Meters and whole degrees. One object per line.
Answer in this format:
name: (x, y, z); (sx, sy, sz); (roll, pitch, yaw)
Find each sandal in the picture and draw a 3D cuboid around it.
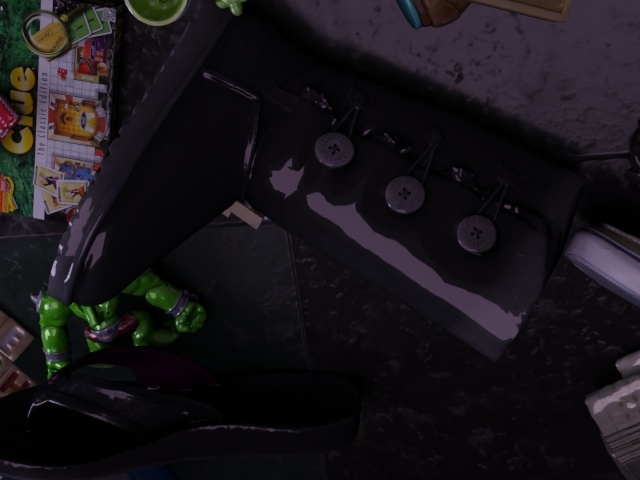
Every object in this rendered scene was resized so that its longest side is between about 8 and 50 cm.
sandal: (-0.177, 0.170, 1.495); (0.445, 0.167, 0.107); (-4, 114, -11)

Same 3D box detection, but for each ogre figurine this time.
ogre figurine: (-0.240, 0.084, 1.545); (0.197, 0.097, 0.118); (-10, 121, 27)

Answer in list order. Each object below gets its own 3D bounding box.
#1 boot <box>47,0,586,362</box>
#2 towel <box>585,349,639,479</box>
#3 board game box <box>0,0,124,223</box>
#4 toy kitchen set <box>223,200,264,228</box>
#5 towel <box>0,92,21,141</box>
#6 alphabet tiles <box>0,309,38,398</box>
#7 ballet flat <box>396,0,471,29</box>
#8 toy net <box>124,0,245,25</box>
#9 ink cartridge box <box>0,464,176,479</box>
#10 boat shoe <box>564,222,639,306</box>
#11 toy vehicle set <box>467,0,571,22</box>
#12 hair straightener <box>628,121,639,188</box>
boot: (0.001, -0.002, 1.367); (0.445, 0.146, 0.367); (30, 80, -3)
towel: (0.490, 0.220, 1.481); (0.324, 0.056, 0.312); (-27, 106, 17)
board game box: (-0.292, -0.144, 1.502); (0.136, 0.030, 0.260); (11, 113, 10)
toy kitchen set: (-0.074, -0.065, 1.487); (0.068, 0.075, 0.083); (36, 153, 0)
towel: (-0.477, -0.116, 1.533); (0.199, 0.031, 0.275); (48, 112, 6)
alphabet tiles: (-0.460, 0.138, 1.585); (0.237, 0.009, 0.198); (41, 70, -6)
ballet flat: (0.064, -0.371, 1.307); (0.124, 0.116, 0.342); (-32, 103, 0)
toy net: (-0.137, -0.326, 1.300); (0.122, 0.045, 0.232); (-1, 107, 16)
ink cartridge box: (-0.363, 0.363, 1.514); (0.285, 0.395, 0.166); (-25, 105, 19)
boat shoe: (0.393, 0.048, 1.365); (0.302, 0.109, 0.094); (26, 90, -5)
toy vehicle set: (0.126, -0.313, 1.267); (0.266, 0.035, 0.166); (11, 97, -19)
hair straightener: (0.392, -0.026, 1.407); (0.089, 0.047, 0.230); (-25, 100, 19)
